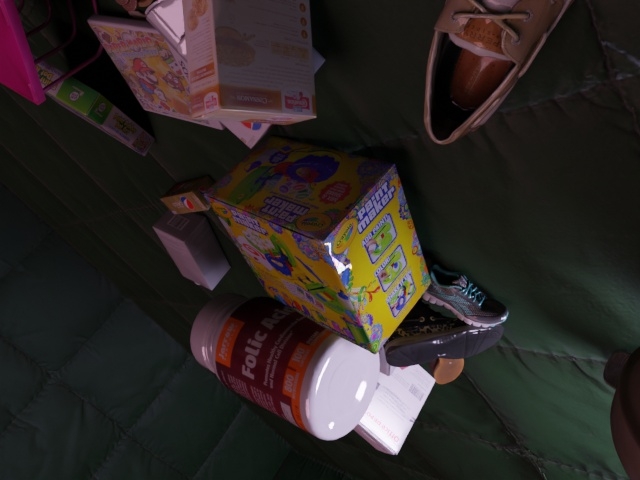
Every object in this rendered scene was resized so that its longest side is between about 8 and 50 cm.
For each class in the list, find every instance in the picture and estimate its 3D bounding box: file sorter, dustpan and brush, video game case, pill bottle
[{"bbox_3d":[-0.562,-0.427,0.892,0.290,0.182,0.202,31,145,9],"label":"file sorter"},{"bbox_3d":[-0.155,-0.316,0.737,0.211,0.060,0.147,-24,123,34],"label":"dustpan and brush"},{"bbox_3d":[-0.295,-0.306,0.931,0.226,0.026,0.206,20,152,29],"label":"video game case"},{"bbox_3d":[-0.090,0.247,1.097,0.392,0.224,0.224,12,143,40],"label":"pill bottle"}]

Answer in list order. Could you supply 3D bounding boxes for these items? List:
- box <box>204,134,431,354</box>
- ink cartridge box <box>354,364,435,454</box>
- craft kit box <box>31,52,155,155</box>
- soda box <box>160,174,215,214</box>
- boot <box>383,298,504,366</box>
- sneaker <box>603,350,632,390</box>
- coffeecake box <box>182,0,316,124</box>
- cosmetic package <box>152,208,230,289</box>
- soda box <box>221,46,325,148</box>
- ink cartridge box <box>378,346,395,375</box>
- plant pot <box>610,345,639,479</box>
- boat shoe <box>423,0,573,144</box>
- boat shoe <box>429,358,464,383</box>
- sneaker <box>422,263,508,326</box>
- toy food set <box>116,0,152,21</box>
[{"bbox_3d":[0.000,0.000,0.879,0.290,0.177,0.279,22,150,41],"label":"box"},{"bbox_3d":[0.166,0.396,1.277,0.158,0.218,0.092,43,151,-11],"label":"ink cartridge box"},{"bbox_3d":[-0.510,-0.295,1.077,0.249,0.061,0.246,31,178,9],"label":"craft kit box"},{"bbox_3d":[-0.313,-0.107,1.226,0.181,0.061,0.058,-1,134,49],"label":"soda box"},{"bbox_3d":[0.210,0.140,0.976,0.179,0.236,0.085,-112,20,-47],"label":"boot"},{"bbox_3d":[0.512,0.231,0.728,0.118,0.083,0.222,25,-168,6],"label":"sneaker"},{"bbox_3d":[-0.083,-0.238,0.604,0.068,0.142,0.186,1,97,47],"label":"coffeecake box"},{"bbox_3d":[-0.357,0.023,1.431,0.127,0.107,0.238,23,151,24],"label":"cosmetic package"},{"bbox_3d":[-0.081,-0.227,0.783,0.074,0.069,0.216,42,152,-10],"label":"soda box"},{"bbox_3d":[0.066,0.166,1.156,0.272,0.114,0.197,25,149,23],"label":"ink cartridge box"},{"bbox_3d":[0.476,0.121,0.487,0.323,0.323,0.281,13,127,37],"label":"plant pot"},{"bbox_3d":[0.173,-0.213,0.484,0.113,0.103,0.302,28,150,16],"label":"boat shoe"},{"bbox_3d":[0.265,0.236,1.100,0.207,0.073,0.073,77,170,-46],"label":"boat shoe"},{"bbox_3d":[0.252,0.095,0.903,0.166,0.065,0.076,22,144,22],"label":"sneaker"},{"bbox_3d":[-0.314,-0.419,0.788,0.132,0.038,0.192,15,145,35],"label":"toy food set"}]
